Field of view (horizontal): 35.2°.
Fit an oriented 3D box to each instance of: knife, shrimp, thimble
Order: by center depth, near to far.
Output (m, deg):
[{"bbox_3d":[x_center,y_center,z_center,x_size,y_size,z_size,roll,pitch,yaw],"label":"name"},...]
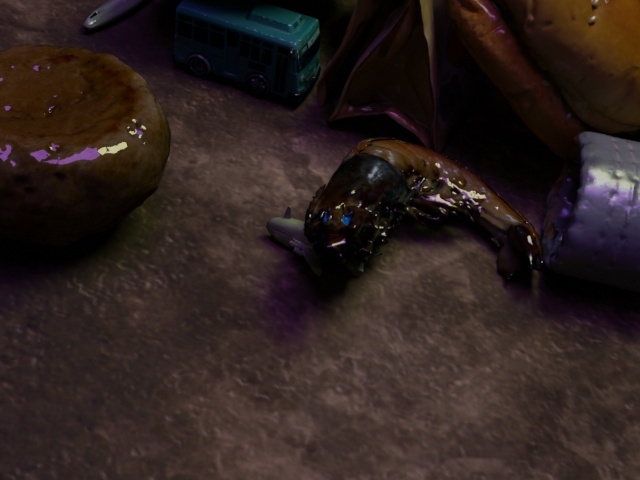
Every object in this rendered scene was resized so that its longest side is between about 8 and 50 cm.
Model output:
[{"bbox_3d":[0.102,-0.016,0.947,0.222,0.054,0.290,31,29,12],"label":"shrimp"},{"bbox_3d":[0.285,-0.026,0.968,0.117,0.127,0.151,14,50,2],"label":"thimble"},{"bbox_3d":[-0.210,-0.330,1.279,0.043,0.020,0.293,24,43,17],"label":"knife"}]

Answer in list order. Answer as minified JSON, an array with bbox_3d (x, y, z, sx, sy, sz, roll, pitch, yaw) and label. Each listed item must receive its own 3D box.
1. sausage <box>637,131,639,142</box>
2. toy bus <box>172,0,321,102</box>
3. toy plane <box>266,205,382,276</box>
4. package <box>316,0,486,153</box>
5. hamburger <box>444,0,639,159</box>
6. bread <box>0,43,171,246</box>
[{"bbox_3d":[0.440,-0.186,1.212,0.087,0.088,0.433,20,43,10],"label":"sausage"},{"bbox_3d":[-0.080,-0.225,1.136,0.160,0.092,0.079,21,43,12],"label":"toy bus"},{"bbox_3d":[0.000,0.000,0.946,0.111,0.040,0.102,26,25,13],"label":"toy plane"},{"bbox_3d":[0.098,-0.262,1.163,0.164,0.221,0.311,4,37,24],"label":"package"},{"bbox_3d":[0.262,-0.244,1.068,0.314,0.170,0.290,48,34,-17],"label":"hamburger"},{"bbox_3d":[-0.251,-0.085,0.926,0.229,0.123,0.230,2,41,-2],"label":"bread"}]
